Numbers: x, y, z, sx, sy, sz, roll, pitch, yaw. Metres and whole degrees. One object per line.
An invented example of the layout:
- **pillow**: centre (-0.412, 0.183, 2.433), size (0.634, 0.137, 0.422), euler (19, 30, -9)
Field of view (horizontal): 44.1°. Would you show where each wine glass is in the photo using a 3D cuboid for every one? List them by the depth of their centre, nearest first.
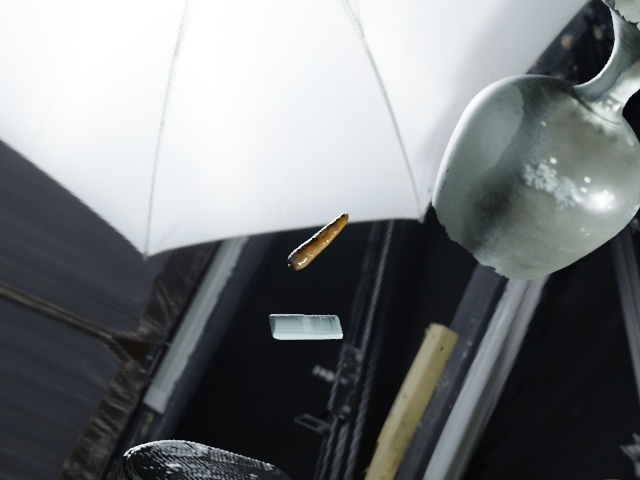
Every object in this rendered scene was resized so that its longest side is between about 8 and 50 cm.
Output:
- **wine glass**: centre (0.280, -0.120, 0.890), size (0.323, 0.237, 0.238), euler (-53, -157, 34)

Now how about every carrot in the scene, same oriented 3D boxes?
- **carrot**: centre (0.000, 0.001, 1.475), size (0.165, 0.036, 0.035), euler (-41, -166, -27)

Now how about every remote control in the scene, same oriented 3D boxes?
- **remote control**: centre (-0.032, 0.189, 1.749), size (0.061, 0.162, 0.029), euler (-105, -157, -43)

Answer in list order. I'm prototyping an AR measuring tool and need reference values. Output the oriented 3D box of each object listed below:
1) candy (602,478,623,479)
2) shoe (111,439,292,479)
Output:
- **candy**: centre (0.324, 0.329, 0.881), size (0.095, 0.085, 0.110), euler (-59, -138, 48)
- **shoe**: centre (-0.199, 0.453, 1.219), size (0.171, 0.384, 0.237), euler (37, -85, 40)
